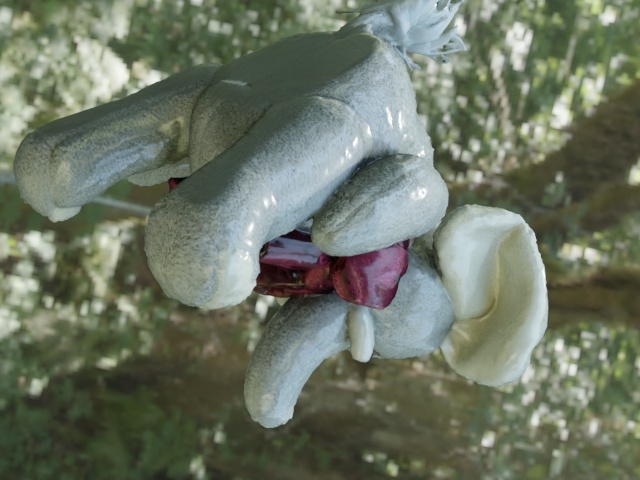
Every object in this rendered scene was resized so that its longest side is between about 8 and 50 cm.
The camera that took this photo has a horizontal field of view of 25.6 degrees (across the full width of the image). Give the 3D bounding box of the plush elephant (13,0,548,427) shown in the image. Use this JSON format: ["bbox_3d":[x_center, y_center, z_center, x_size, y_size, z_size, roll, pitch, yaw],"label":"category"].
[{"bbox_3d":[0.000,0.000,0.951,0.330,0.271,0.255,-35,121,-29],"label":"plush elephant"}]
